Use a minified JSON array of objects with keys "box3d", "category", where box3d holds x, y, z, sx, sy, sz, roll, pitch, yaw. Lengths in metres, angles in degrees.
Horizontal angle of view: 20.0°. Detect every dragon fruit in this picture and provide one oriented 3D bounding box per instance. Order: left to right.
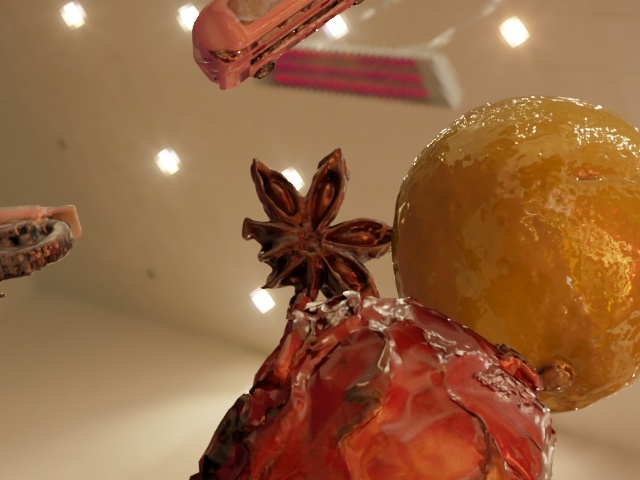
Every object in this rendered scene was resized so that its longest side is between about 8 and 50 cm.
[{"box3d":[0.047,0.187,1.511,0.301,0.295,0.295,12,-42,14],"category":"dragon fruit"}]

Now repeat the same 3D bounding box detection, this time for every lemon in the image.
[{"box3d":[0.235,0.015,1.929,0.348,0.348,0.348,37,-32,28],"category":"lemon"}]

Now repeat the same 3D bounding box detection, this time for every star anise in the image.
[{"box3d":[-0.001,-0.007,2.308,0.099,0.214,0.220,142,-49,-63],"category":"star anise"}]

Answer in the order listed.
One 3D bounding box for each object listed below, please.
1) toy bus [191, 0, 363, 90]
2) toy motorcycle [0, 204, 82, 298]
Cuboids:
[{"box3d":[-0.021,-0.213,1.585,0.063,0.203,0.090,50,-15,14],"category":"toy bus"},{"box3d":[-0.323,-0.008,1.623,0.239,0.204,0.108,5,-67,6],"category":"toy motorcycle"}]
